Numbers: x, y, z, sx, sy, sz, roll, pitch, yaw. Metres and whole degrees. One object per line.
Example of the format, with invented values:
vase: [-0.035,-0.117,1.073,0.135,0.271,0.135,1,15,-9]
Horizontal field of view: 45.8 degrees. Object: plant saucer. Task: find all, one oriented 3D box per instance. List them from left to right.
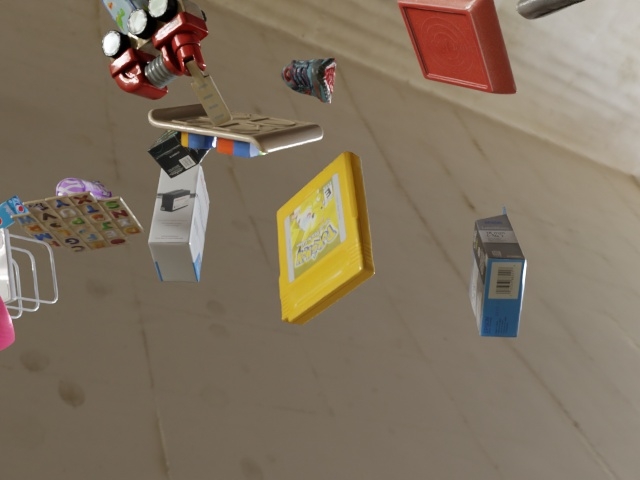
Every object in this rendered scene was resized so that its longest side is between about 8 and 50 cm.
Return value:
plant saucer: [0.280,-0.426,1.623,0.258,0.048,0.259,26,153,46]

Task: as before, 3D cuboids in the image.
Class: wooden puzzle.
wooden puzzle: [-0.213,-0.276,1.945,0.348,0.080,0.322,17,-159,24]

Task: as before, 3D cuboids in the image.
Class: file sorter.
file sorter: [-0.869,0.117,2.018,0.173,0.278,0.192,24,-131,-62]

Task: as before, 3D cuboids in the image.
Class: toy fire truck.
toy fire truck: [-0.302,-0.343,1.559,0.158,0.217,0.246,8,-122,-58]

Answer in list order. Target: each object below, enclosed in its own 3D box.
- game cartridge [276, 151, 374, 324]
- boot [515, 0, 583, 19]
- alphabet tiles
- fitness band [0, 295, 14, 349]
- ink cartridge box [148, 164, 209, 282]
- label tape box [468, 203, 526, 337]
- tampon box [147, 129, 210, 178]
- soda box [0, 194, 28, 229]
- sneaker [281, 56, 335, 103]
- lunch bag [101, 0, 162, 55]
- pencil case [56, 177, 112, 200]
game cartridge: [0.000,0.000,1.706,0.053,0.285,0.323,22,-134,-31]
boot: [0.505,-0.524,1.599,0.190,0.076,0.209,-1,-175,-43]
alphabet tiles: [-0.641,-0.042,2.027,0.285,0.342,0.011,-10,-112,0]
fitness band: [-0.720,0.096,1.542,0.054,0.290,0.209,-33,-161,-37]
ink cartridge box: [-0.438,-0.055,2.369,0.129,0.223,0.307,1,-125,1]
label tape box: [0.471,0.075,2.079,0.106,0.240,0.333,0,-153,3]
tampon box: [-0.368,-0.269,2.071,0.101,0.120,0.161,52,-141,-22]
soda box: [-1.012,-0.054,2.339,0.067,0.210,0.071,57,-167,-15]
sneaker: [-0.032,-0.379,1.799,0.125,0.104,0.262,5,-174,-3]
lunch bag: [-0.385,-0.530,1.717,0.176,0.090,0.219,-33,-89,-48]
pencil case: [-0.642,-0.124,2.065,0.088,0.086,0.206,2,-178,4]
